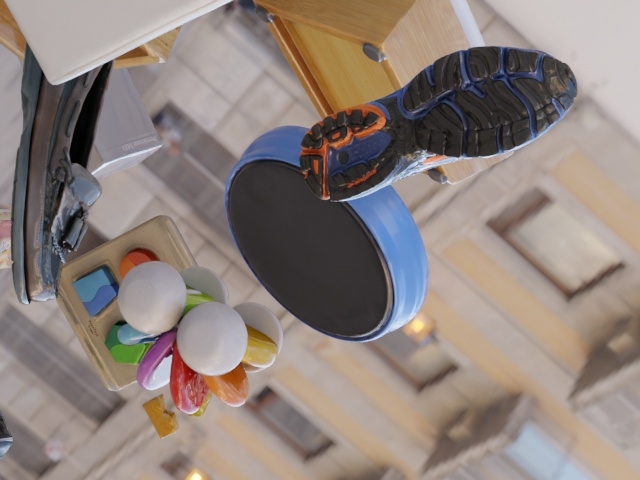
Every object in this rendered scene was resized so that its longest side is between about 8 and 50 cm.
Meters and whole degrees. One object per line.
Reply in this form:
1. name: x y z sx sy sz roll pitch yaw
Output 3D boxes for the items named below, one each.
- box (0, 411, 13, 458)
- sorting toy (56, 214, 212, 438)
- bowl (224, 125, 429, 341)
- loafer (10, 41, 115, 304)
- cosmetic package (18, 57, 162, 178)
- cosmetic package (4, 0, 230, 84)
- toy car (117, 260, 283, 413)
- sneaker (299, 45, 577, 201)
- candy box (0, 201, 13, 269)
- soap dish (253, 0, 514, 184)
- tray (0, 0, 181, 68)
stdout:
1. box: -0.433 0.068 1.137 0.257 0.322 0.079 5 133 -48
2. sorting toy: -0.256 0.141 2.086 0.229 0.307 0.041 -27 -175 19
3. bowl: 0.000 0.000 2.243 0.077 0.391 0.391 -41 -179 -34
4. loafer: -0.233 -0.072 1.252 0.096 0.084 0.268 104 -14 -68
5. cosmetic package: -0.367 -0.223 2.189 0.127 0.238 0.107 -26 175 -41
6. cosmetic package: -0.113 -0.395 1.089 0.327 0.394 0.329 -21 -166 30
7. toy car: -0.139 0.108 1.454 0.136 0.182 0.159 -60 160 8
8. sneaker: 0.091 -0.094 1.039 0.221 0.083 0.087 -14 -176 29
9. candy box: -0.595 -0.055 2.021 0.183 0.316 0.088 -16 130 -83
10. soap dish: 0.066 -0.194 1.474 0.118 0.229 0.291 -53 142 -15
11. tray: -0.339 -0.306 1.321 0.202 0.411 0.076 0 -119 43
